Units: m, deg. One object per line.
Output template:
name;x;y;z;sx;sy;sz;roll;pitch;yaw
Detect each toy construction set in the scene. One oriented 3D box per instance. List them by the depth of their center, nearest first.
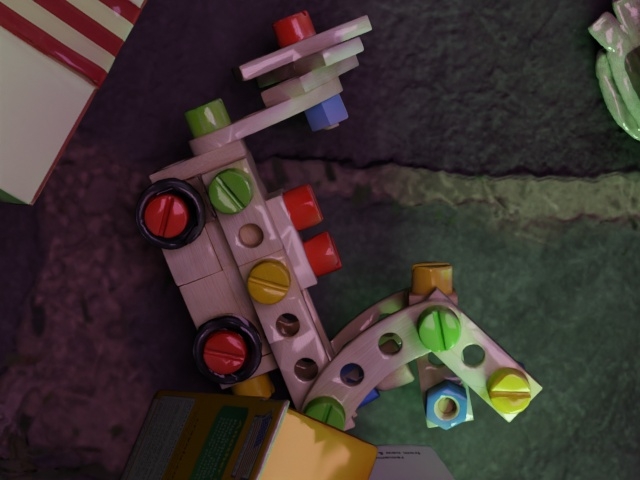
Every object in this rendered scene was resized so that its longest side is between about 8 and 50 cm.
toy construction set;0.000;0.000;1.087;0.215;0.151;0.327;-21;84;6

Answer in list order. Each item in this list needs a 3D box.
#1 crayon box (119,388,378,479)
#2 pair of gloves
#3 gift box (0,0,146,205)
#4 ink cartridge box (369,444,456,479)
crayon box;-0.070;0.201;0.955;0.083;0.323;0.203;25;78;-14
pair of gloves;0.338;-0.153;1.264;0.240;0.042;0.204;-38;103;-11
gift box;-0.278;-0.171;0.966;0.258;0.276;0.255;33;73;-28
ink cartridge box;0.055;0.283;0.983;0.117;0.278;0.201;1;111;-18
